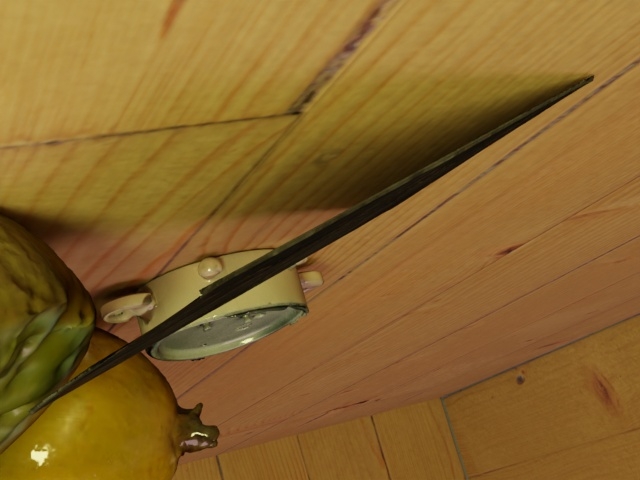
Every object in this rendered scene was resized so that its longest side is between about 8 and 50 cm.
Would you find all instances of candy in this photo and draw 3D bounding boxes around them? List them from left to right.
[{"bbox_3d":[-0.257,0.092,0.686,0.260,0.118,0.260,-37,167,-10],"label":"candy"}]

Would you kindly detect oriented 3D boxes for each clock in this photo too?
[{"bbox_3d":[-0.088,0.061,1.007,0.229,0.063,0.156,-7,165,-39],"label":"clock"}]

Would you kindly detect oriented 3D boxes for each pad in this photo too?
[{"bbox_3d":[0.000,0.000,0.741,0.367,0.007,0.248,-29,177,-39],"label":"pad"}]

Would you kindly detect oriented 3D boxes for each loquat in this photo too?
[{"bbox_3d":[-0.214,0.175,0.997,0.246,0.213,0.213,-1,165,-5],"label":"loquat"}]
